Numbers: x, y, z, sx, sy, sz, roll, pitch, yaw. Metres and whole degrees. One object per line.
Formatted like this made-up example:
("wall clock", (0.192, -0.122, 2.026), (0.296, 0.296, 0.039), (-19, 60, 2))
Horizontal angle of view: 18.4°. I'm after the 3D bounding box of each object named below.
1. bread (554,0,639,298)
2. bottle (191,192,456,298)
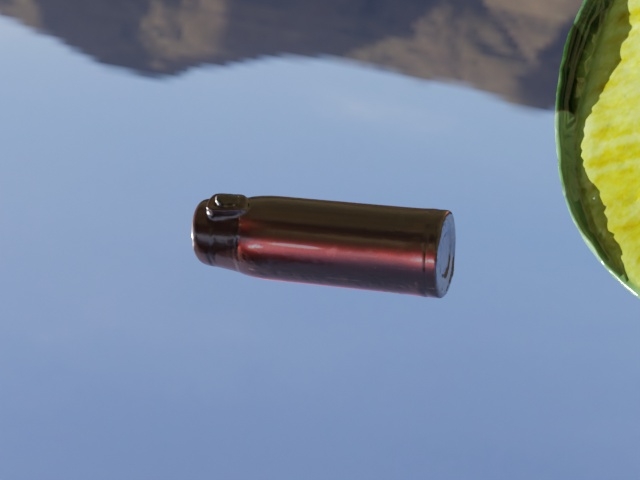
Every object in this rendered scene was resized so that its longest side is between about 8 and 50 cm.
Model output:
("bread", (0.171, -0.072, 0.657), (0.033, 0.228, 0.228), (32, 179, -35))
("bottle", (0.000, 0.000, 1.246), (0.164, 0.060, 0.060), (5, -168, 16))
